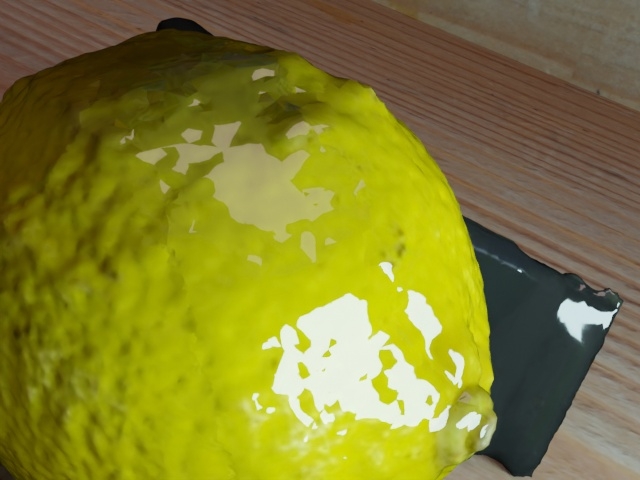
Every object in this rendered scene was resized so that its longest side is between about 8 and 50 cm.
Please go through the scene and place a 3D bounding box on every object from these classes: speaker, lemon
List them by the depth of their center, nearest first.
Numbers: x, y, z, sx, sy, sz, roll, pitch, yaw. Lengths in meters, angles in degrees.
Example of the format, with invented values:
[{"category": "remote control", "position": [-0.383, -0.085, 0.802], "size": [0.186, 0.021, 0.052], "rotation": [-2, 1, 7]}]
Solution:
[{"category": "lemon", "position": [-0.055, 0.031, 0.658], "size": [0.268, 0.268, 0.322], "rotation": [0, 15, -41]}, {"category": "speaker", "position": [0.000, 0.000, 0.938], "size": [0.184, 0.180, 0.388], "rotation": [13, 19, -39]}]
